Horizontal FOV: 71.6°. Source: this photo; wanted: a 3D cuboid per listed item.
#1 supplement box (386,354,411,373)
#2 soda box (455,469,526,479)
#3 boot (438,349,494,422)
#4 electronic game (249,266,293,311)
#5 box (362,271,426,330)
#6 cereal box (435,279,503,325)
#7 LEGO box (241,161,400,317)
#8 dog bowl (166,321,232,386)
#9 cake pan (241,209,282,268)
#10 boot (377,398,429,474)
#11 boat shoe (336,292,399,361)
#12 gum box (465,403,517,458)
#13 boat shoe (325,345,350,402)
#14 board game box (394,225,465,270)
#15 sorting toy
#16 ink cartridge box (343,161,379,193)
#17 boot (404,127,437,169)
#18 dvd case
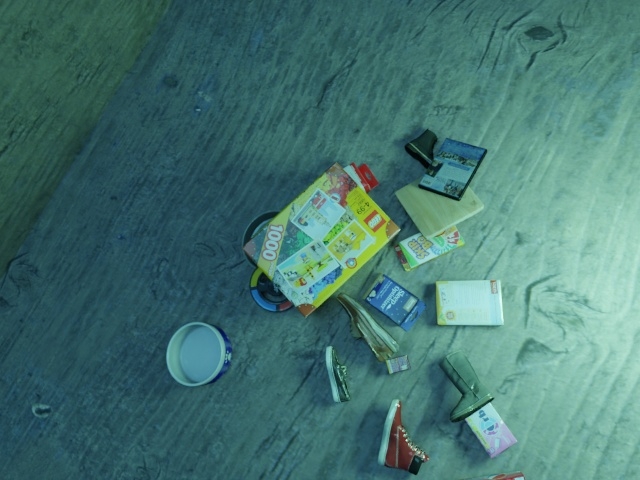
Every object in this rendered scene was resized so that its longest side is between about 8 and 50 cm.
[{"bbox_3d":[0.301,0.480,1.717,0.083,0.043,0.054,-17,70,11],"label":"supplement box"},{"bbox_3d":[0.566,0.854,1.510,0.264,0.092,0.083,-15,72,11],"label":"soda box"},{"bbox_3d":[0.492,0.521,1.599,0.190,0.076,0.208,-28,52,-9],"label":"boot"},{"bbox_3d":[-0.192,0.194,1.900,0.230,0.048,0.229,0,95,6],"label":"electronic game"},{"bbox_3d":[0.297,0.246,1.791,0.225,0.036,0.136,35,86,20],"label":"box"},{"bbox_3d":[0.569,0.241,1.708,0.240,0.047,0.172,-2,74,15],"label":"cereal box"},{"bbox_3d":[0.000,0.000,1.788,0.500,0.193,0.372,-43,88,-3],"label":"LEGO box"},{"bbox_3d":[-0.520,0.488,1.913,0.265,0.104,0.264,-4,74,15],"label":"dog bowl"},{"bbox_3d":[-0.209,0.007,1.989,0.294,0.054,0.293,-4,74,15],"label":"cake pan"},{"bbox_3d":[0.317,0.717,1.626,0.176,0.088,0.244,8,85,17],"label":"boot"},{"bbox_3d":[0.166,0.341,1.757,0.116,0.123,0.324,-45,67,2],"label":"boat shoe"},{"bbox_3d":[0.594,0.659,1.574,0.107,0.062,0.188,-35,68,4],"label":"gum box"},{"bbox_3d":[0.072,0.525,1.756,0.070,0.078,0.219,-14,79,12],"label":"boat shoe"},{"bbox_3d":[0.441,0.018,1.817,0.260,0.039,0.124,-27,68,10],"label":"board game box"},{"bbox_3d":[0.479,-0.147,1.803,0.256,0.089,0.257,-30,58,5],"label":"sorting toy"},{"bbox_3d":[0.126,-0.247,1.955,0.231,0.078,0.134,-32,69,4],"label":"ink cartridge box"},{"bbox_3d":[0.477,-0.389,1.904,0.137,0.077,0.198,-41,69,-4],"label":"boot"},{"bbox_3d":[0.533,-0.289,1.789,0.180,0.022,0.253,25,75,29],"label":"dvd case"}]
